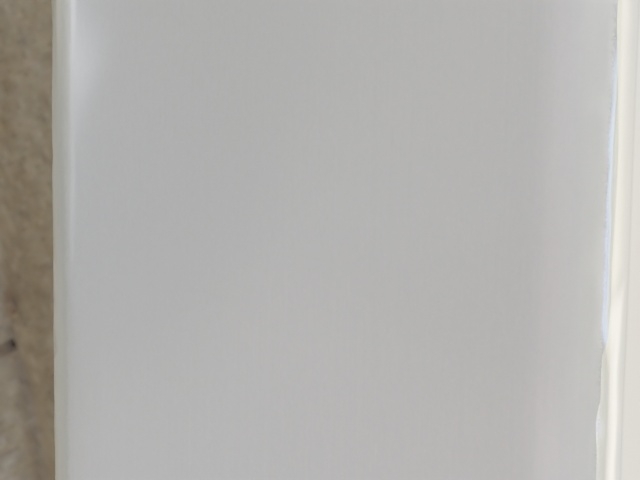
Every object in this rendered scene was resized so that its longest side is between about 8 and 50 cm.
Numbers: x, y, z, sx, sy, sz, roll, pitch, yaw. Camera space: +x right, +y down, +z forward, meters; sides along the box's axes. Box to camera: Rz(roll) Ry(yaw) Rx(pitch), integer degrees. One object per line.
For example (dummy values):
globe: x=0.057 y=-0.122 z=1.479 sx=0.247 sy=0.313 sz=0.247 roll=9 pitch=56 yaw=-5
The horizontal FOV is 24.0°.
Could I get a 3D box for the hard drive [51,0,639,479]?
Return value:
hard drive: x=0.000 y=0.000 z=0.487 sx=0.233 sy=0.047 sz=0.353 roll=7 pitch=99 yaw=41
